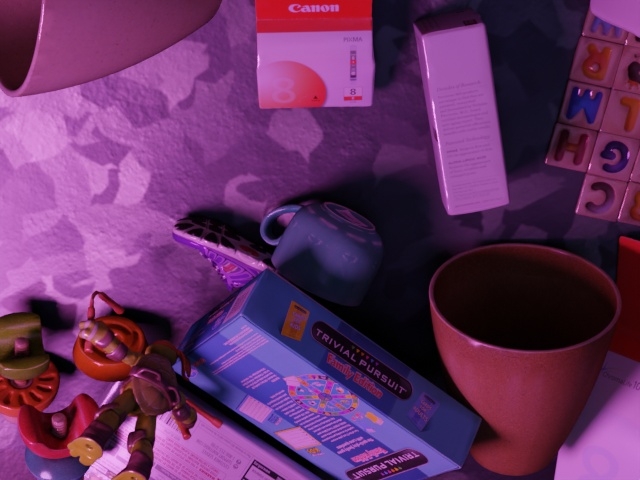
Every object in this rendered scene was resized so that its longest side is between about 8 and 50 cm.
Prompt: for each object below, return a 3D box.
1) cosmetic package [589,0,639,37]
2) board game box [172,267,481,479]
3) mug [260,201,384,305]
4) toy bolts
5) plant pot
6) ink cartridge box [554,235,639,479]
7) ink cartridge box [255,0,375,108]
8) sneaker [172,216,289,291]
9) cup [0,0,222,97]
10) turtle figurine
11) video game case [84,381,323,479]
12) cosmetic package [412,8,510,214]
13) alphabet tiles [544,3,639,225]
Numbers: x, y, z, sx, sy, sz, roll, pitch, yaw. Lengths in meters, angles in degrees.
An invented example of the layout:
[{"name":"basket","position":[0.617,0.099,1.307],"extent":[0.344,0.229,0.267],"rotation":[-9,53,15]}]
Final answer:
[{"name":"cosmetic package","position":[0.518,-0.398,1.418],"extent":[0.329,0.327,0.394],"rotation":[8,106,-3]},{"name":"board game box","position":[0.000,0.194,1.677],"extent":[0.336,0.079,0.254],"rotation":[36,149,-12]},{"name":"mug","position":[0.004,0.004,1.662],"extent":[0.157,0.129,0.097],"rotation":[26,104,-8]},{"name":"toy bolts","position":[-0.327,0.224,1.710],"extent":[0.218,0.228,0.158],"rotation":[-5,135,-16]},{"name":"plant pot","position":[0.257,0.172,1.686],"extent":[0.237,0.237,0.254],"rotation":[-2,122,0]},{"name":"ink cartridge box","position":[0.463,0.221,1.660],"extent":[0.091,0.308,0.385],"rotation":[-16,117,-42]},{"name":"ink cartridge box","position":[-0.006,-0.235,1.582],"extent":[0.145,0.045,0.179],"rotation":[-1,144,0]},{"name":"sneaker","position":[-0.122,0.028,1.705],"extent":[0.170,0.068,0.071],"rotation":[29,112,-10]},{"name":"cup","position":[-0.242,-0.332,1.478],"extent":[0.237,0.331,0.331],"rotation":[-5,111,-26]},{"name":"turtle figurine","position":[-0.212,0.203,1.617],"extent":[0.087,0.217,0.269],"rotation":[-16,126,32]},{"name":"video game case","position":[-0.203,0.366,1.795],"extent":[0.329,0.036,0.300],"rotation":[33,102,0]},{"name":"cosmetic package","position":[0.174,-0.160,1.615],"extent":[0.085,0.117,0.231],"rotation":[-12,107,3]},{"name":"alphabet tiles","position":[0.453,-0.177,1.664],"extent":[0.285,0.011,0.342],"rotation":[12,108,-4]}]
